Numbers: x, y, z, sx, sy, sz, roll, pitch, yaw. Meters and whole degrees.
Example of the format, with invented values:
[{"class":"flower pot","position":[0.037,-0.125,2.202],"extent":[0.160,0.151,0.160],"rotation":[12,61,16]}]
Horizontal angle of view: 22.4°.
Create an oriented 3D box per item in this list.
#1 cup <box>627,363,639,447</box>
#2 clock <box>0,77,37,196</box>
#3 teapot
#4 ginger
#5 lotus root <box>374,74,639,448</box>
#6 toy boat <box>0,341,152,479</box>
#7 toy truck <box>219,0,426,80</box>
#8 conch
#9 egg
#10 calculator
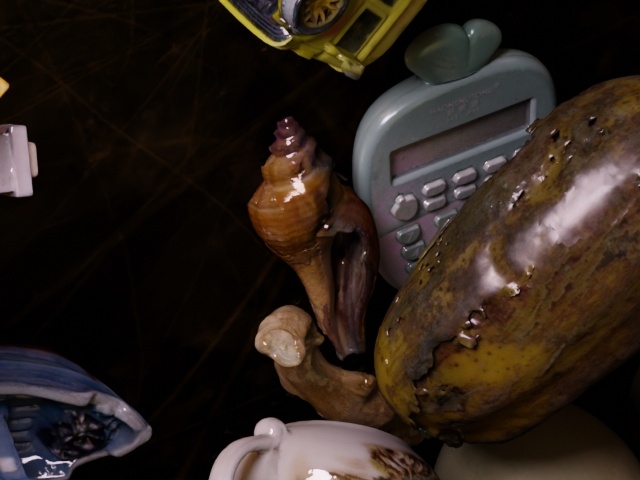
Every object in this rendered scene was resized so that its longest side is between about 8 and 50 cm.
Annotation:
[{"class":"cup","position":[0.445,0.145,1.625],"extent":[0.347,0.163,0.347],"rotation":[-18,133,-21]},{"class":"clock","position":[-0.322,-0.085,0.926],"extent":[0.310,0.166,0.235],"rotation":[-8,98,-27]},{"class":"teapot","position":[0.003,0.240,1.425],"extent":[0.204,0.139,0.298],"rotation":[-11,149,41]},{"class":"ginger","position":[0.022,0.129,1.423],"extent":[0.089,0.075,0.288],"rotation":[-18,145,18]},{"class":"lotus root","position":[0.198,0.017,1.297],"extent":[0.397,0.179,0.196],"rotation":[-47,153,16]},{"class":"toy boat","position":[-0.272,0.157,1.217],"extent":[0.309,0.142,0.129],"rotation":[-4,130,-30]},{"class":"toy truck","position":[0.055,-0.241,1.095],"extent":[0.272,0.124,0.157],"rotation":[-51,145,11]},{"class":"conch","position":[0.003,-0.005,1.286],"extent":[0.086,0.080,0.232],"rotation":[-13,135,26]},{"class":"egg","position":[0.217,0.276,1.540],"extent":[0.219,0.269,0.219],"rotation":[-32,175,-3]},{"class":"calculator","position":[0.111,-0.066,1.334],"extent":[0.184,0.042,0.295],"rotation":[-21,137,-14]}]
